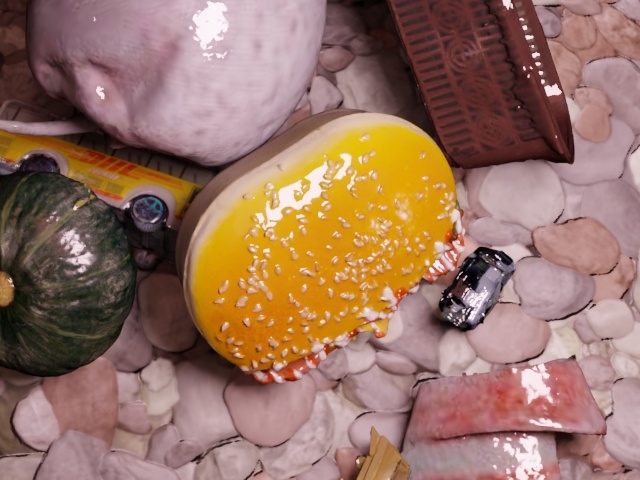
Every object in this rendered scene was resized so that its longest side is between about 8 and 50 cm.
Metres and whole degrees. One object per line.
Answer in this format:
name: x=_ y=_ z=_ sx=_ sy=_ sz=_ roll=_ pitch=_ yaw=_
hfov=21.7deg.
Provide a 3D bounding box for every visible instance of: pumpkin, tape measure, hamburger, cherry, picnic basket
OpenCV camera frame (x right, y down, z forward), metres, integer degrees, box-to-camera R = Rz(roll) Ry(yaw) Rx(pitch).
pumpkin: x=-0.280 y=0.029 z=1.633 sx=0.212 sy=0.152 sz=0.211 roll=3 pitch=105 yaw=12
tape measure: x=0.156 y=0.047 z=1.670 sx=0.054 sy=0.094 sz=0.091 roll=35 pitch=92 yaw=10
hamburger: x=0.000 y=0.000 z=1.622 sx=0.295 sy=0.227 sz=0.151 roll=-33 pitch=38 yaw=-8
cherry: x=-0.137 y=-0.231 z=1.644 sx=0.291 sy=0.335 sz=0.326 roll=22 pitch=32 yaw=-31
picnic basket: x=0.153 y=-0.202 z=1.678 sx=0.129 sy=0.222 sz=0.296 roll=-19 pitch=107 yaw=12

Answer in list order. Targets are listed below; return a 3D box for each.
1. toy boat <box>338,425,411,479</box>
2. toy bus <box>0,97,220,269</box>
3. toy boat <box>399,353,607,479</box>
toy boat: x=0.022 y=0.279 z=1.599 sx=0.072 sy=0.064 sz=0.206 roll=16 pitch=73 yaw=26
toy bus: x=-0.222 y=-0.055 z=1.719 sx=0.268 sy=0.092 sz=0.106 roll=20 pitch=60 yaw=9
toy boat: x=0.186 y=0.261 z=1.606 sx=0.206 sy=0.096 sz=0.282 roll=-11 pitch=82 yaw=9
